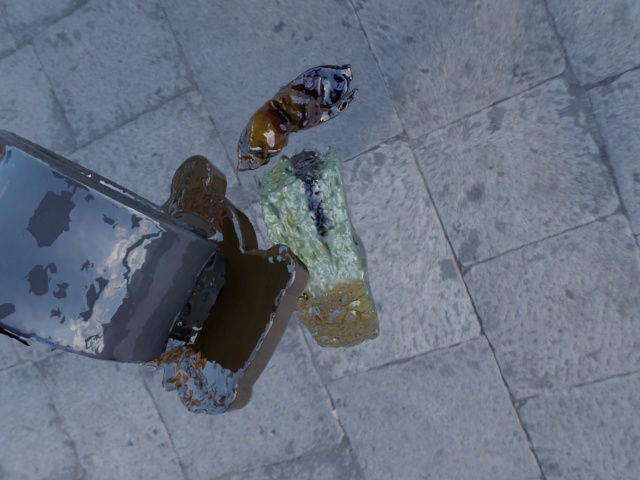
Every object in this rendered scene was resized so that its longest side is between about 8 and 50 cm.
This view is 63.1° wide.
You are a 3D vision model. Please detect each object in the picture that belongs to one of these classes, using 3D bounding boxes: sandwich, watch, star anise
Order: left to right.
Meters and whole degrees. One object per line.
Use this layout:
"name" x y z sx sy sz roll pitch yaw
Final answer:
"watch" -0.235 0.018 0.594 0.335 0.327 0.314 27 89 40
"star anise" -0.032 -0.129 0.537 0.168 0.168 0.057 -30 99 18
"sandwich" 0.000 0.001 0.823 0.131 0.325 0.262 -15 60 5
